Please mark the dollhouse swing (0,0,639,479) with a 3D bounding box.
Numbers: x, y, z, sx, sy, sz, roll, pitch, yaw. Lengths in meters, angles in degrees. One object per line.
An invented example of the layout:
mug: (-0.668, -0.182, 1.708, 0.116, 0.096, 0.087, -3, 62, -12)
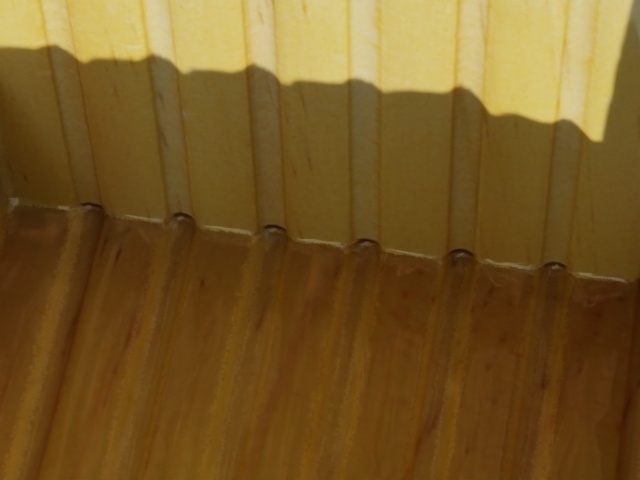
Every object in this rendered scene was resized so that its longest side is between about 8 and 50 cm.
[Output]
dollhouse swing: (0.000, 0.000, 0.583, 0.305, 0.346, 0.315, 82, 17, -65)
